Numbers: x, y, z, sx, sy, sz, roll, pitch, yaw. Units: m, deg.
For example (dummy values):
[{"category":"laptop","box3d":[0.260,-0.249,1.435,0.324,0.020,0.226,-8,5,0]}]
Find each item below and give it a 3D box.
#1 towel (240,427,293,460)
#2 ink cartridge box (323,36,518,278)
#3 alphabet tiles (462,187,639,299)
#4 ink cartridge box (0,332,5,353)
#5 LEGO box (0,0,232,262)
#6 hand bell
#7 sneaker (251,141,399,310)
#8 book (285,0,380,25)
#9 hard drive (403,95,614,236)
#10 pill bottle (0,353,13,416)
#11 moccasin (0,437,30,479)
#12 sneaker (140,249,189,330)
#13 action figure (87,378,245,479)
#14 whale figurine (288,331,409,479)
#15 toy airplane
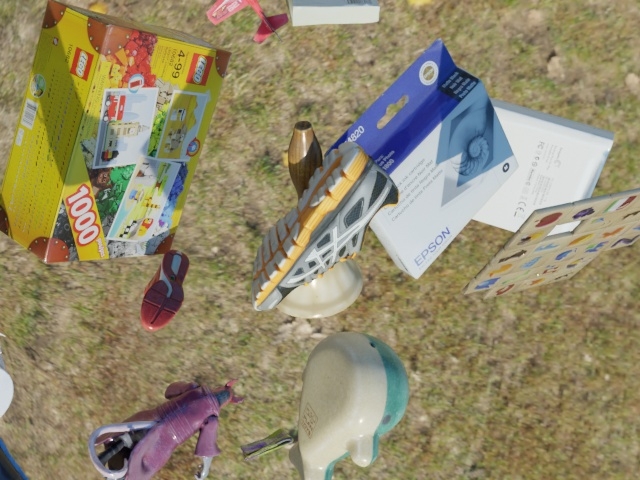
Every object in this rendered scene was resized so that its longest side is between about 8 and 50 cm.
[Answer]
[{"category":"towel","box3d":[-0.064,0.238,0.946,0.060,0.083,0.009,-21,88,-10]},{"category":"ink cartridge box","box3d":[0.138,-0.100,1.027,0.223,0.045,0.224,-47,129,-11]},{"category":"alphabet tiles","box3d":[0.262,0.005,0.847,0.198,0.237,0.009,-12,68,-16]},{"category":"ink cartridge box","box3d":[-0.687,0.192,1.550,0.143,0.090,0.092,-32,142,8]},{"category":"LEGO box","box3d":[-0.446,-0.222,1.757,0.372,0.193,0.501,-5,119,-57]},{"category":"hand bell","box3d":[-0.016,-0.035,0.945,0.126,0.126,0.242,-31,139,-25]},{"category":"sneaker","box3d":[0.000,0.000,0.861,0.083,0.084,0.215,29,114,-26]},{"category":"book","box3d":[0.006,-0.293,0.920,0.096,0.144,0.035,-4,135,-9]},{"category":"hard drive","box3d":[0.267,-0.119,1.256,0.307,0.203,0.040,18,39,11]},{"category":"pill bottle","box3d":[-0.359,0.121,0.776,0.086,0.152,0.086,-20,119,-40]},{"category":"moccasin","box3d":[-0.470,0.355,1.090,0.342,0.137,0.117,60,31,-9]},{"category":"sneaker","box3d":[-0.363,0.137,1.836,0.087,0.128,0.221,28,45,-10]},{"category":"action figure","box3d":[-0.344,0.402,1.827,0.370,0.248,0.276,-31,148,-18]},{"category":"whale figurine","box3d":[0.044,0.274,1.279,0.141,0.216,0.272,8,115,-34]},{"category":"toy airplane","box3d":[-0.106,-0.386,1.312,0.151,0.028,0.151,-5,109,-13]}]
